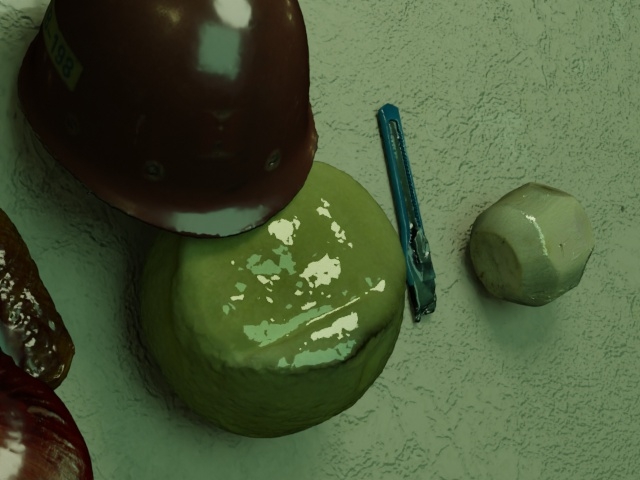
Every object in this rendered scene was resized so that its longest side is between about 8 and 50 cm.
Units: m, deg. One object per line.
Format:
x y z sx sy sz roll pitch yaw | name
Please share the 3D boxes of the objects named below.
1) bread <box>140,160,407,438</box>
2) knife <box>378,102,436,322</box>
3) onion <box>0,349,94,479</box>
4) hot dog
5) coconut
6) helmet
-0.053 0.071 1.944 0.320 0.237 0.321 15 55 -24 | bread
0.115 -0.039 2.232 0.044 0.026 0.297 -8 83 -27 | knife
-0.389 0.262 1.571 0.341 0.341 0.341 11 71 -36 | onion
-0.354 0.066 1.786 0.160 0.099 0.227 -20 89 -40 | hot dog
0.291 0.004 2.277 0.162 0.161 0.161 -26 94 -31 | coconut
-0.148 -0.220 1.845 0.337 0.230 0.385 -3 48 -20 | helmet
